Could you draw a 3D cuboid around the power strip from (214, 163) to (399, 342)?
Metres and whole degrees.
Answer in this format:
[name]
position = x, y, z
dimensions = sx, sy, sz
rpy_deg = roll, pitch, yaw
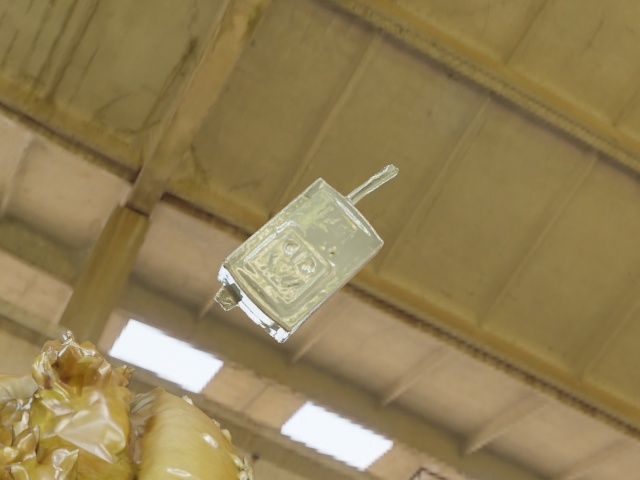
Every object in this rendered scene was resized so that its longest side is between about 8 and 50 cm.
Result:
[power strip]
position = 0.000, 0.000, 0.853
dimensions = 0.075, 0.175, 0.042
rpy_deg = 45, -21, 5

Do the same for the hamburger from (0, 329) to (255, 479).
[hamburger]
position = -0.151, 0.217, 0.620
dimensions = 0.268, 0.446, 0.287
rpy_deg = 8, -51, -4
